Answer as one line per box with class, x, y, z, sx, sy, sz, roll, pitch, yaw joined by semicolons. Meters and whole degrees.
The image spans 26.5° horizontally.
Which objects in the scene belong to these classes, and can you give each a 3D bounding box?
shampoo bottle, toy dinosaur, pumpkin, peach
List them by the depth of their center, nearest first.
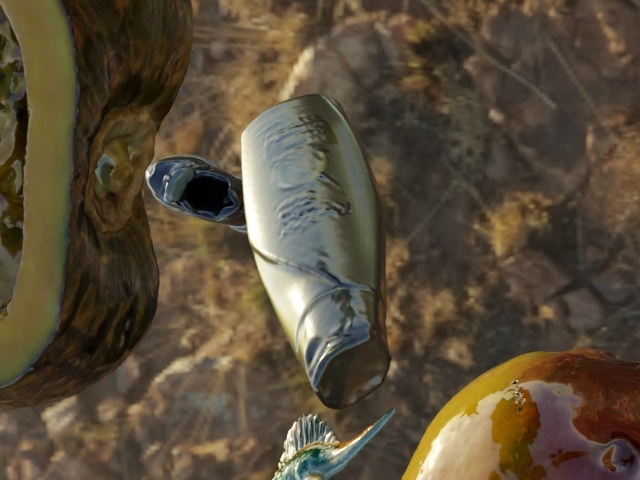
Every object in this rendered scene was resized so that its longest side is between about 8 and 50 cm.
pumpkin;-0.199;-0.058;0.770;0.222;0.139;0.317;14;110;19
toy dinosaur;-0.008;0.183;1.117;0.187;0.044;0.106;-63;30;18
shampoo bottle;0.000;0.000;1.209;0.125;0.084;0.350;-25;38;11
peach;0.223;0.272;1.320;0.290;0.372;0.372;29;114;22

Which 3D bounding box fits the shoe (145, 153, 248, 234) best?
shoe;-0.139;-0.058;1.516;0.169;0.099;0.071;21;92;28
